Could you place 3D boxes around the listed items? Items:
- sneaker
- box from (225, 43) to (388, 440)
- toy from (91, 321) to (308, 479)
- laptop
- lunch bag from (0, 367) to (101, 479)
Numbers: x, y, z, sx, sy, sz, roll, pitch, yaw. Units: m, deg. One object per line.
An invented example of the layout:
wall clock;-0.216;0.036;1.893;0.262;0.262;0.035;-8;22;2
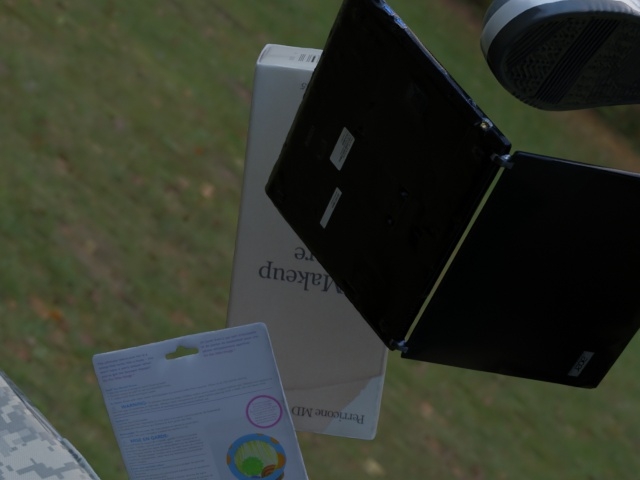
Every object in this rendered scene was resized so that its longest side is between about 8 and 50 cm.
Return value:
sneaker;0.188;-0.198;1.301;0.295;0.124;0.178;-3;57;-49
box;0.000;0.000;1.544;0.148;0.311;0.121;6;14;1
toy;-0.078;0.175;1.408;0.056;0.136;0.237;-78;155;-72
laptop;0.112;-0.033;1.282;0.136;0.234;0.264;-23;63;-35
lunch bag;-0.259;0.240;1.124;0.256;0.213;0.305;-23;50;-30
